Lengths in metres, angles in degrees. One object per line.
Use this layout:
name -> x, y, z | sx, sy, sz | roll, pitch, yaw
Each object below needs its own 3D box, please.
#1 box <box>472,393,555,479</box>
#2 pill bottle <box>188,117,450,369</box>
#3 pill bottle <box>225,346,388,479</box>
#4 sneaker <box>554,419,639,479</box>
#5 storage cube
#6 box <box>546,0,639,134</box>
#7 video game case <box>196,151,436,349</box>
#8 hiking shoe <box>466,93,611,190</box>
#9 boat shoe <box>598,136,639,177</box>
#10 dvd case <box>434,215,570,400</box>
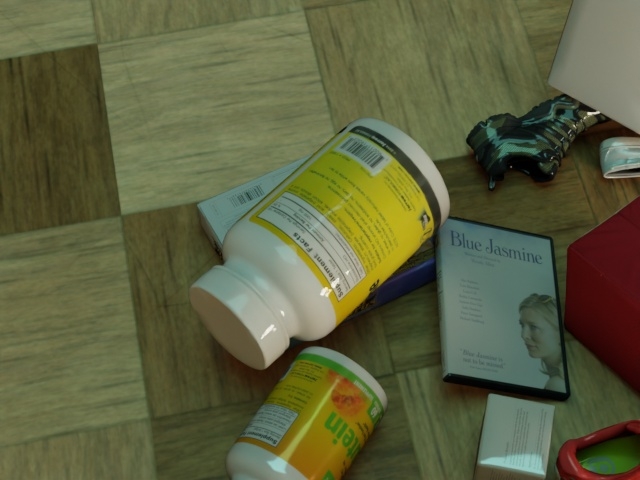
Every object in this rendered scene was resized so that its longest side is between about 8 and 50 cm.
box -> 0.242, 0.264, 1.782 | 0.087, 0.102, 0.101 | 10, 59, 6
pill bottle -> -0.004, 0.007, 1.832 | 0.188, 0.188, 0.334 | 38, 67, 23
pill bottle -> -0.033, 0.265, 1.768 | 0.136, 0.136, 0.245 | 27, 62, 18
sneaker -> 0.425, 0.262, 1.735 | 0.279, 0.118, 0.107 | -15, 61, 12
storage cube -> 0.448, 0.072, 1.840 | 0.184, 0.215, 0.193 | -35, 56, -18
box -> 0.505, -0.346, 2.054 | 0.168, 0.215, 0.345 | 32, 47, 20
video game case -> 0.000, 0.000, 1.983 | 0.269, 0.061, 0.244 | -24, 60, -14
hiking shoe -> 0.332, -0.140, 2.065 | 0.227, 0.086, 0.114 | -17, 74, -5
boat shoe -> 0.497, -0.113, 2.043 | 0.184, 0.066, 0.063 | 4, 71, 2
dvd case -> 0.243, 0.088, 1.905 | 0.180, 0.022, 0.253 | 11, 55, -17
